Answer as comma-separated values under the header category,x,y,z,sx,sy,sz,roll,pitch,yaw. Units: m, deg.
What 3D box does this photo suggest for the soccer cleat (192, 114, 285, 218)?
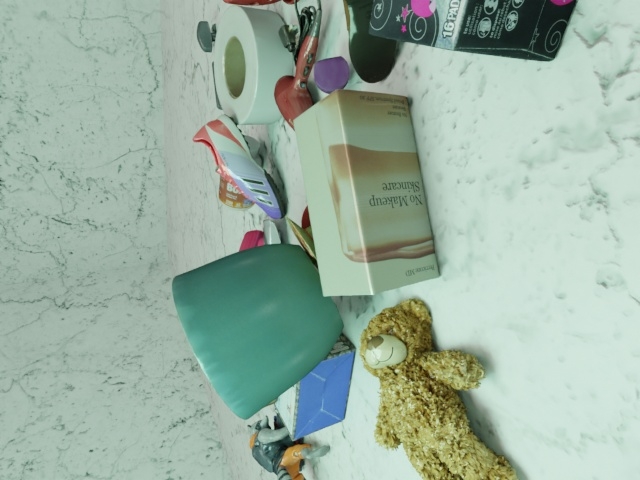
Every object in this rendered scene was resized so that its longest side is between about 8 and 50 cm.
category,x,y,z,sx,sy,sz,roll,pitch,yaw
soccer cleat,-0.214,-0.178,1.104,0.318,0.116,0.109,58,160,-13

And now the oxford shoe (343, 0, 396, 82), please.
category,x,y,z,sx,sy,sz,roll,pitch,yaw
oxford shoe,0.071,-0.346,0.622,0.212,0.076,0.076,69,-166,-50

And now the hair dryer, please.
category,x,y,z,sx,sy,sz,roll,pitch,yaw
hair dryer,-0.051,-0.350,0.856,0.223,0.080,0.293,-168,70,-74

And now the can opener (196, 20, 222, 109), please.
category,x,y,z,sx,sy,sz,roll,pitch,yaw
can opener,-0.369,-0.599,1.401,0.076,0.095,0.283,10,106,62

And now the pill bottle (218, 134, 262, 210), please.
category,x,y,z,sx,sy,sz,roll,pitch,yaw
pill bottle,-0.246,-0.207,1.253,0.121,0.121,0.216,58,145,37

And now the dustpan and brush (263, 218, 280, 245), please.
category,x,y,z,sx,sy,sz,roll,pitch,yaw
dustpan and brush,-0.128,0.044,1.187,0.147,0.060,0.211,-178,86,-74

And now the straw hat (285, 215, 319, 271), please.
category,x,y,z,sx,sy,sz,roll,pitch,yaw
straw hat,0.000,0.000,0.724,0.144,0.061,0.144,55,174,9

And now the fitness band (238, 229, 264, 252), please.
category,x,y,z,sx,sy,sz,roll,pitch,yaw
fitness band,-0.191,0.095,1.195,0.291,0.054,0.209,-89,-6,-58

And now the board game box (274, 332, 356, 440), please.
category,x,y,z,sx,sy,sz,roll,pitch,yaw
board game box,-0.060,0.287,1.020,0.291,0.141,0.232,43,134,50

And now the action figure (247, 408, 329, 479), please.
category,x,y,z,sx,sy,sz,roll,pitch,yaw
action figure,-0.114,0.594,1.187,0.330,0.179,0.341,4,103,52

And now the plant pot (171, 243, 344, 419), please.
category,x,y,z,sx,sy,sz,roll,pitch,yaw
plant pot,-0.099,0.140,0.774,0.293,0.235,0.293,60,173,12

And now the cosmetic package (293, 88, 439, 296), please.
category,x,y,z,sx,sy,sz,roll,pitch,yaw
cosmetic package,0.072,-0.070,0.650,0.129,0.153,0.296,-12,88,55

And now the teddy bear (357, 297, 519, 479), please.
category,x,y,z,sx,sy,sz,roll,pitch,yaw
teddy bear,0.158,0.263,0.635,0.245,0.113,0.338,-32,70,58

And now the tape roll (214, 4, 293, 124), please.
category,x,y,z,sx,sy,sz,roll,pitch,yaw
tape roll,-0.183,-0.447,1.064,0.286,0.100,0.286,25,121,52

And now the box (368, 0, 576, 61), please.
category,x,y,z,sx,sy,sz,roll,pitch,yaw
box,0.165,-0.319,0.393,0.142,0.163,0.247,43,134,48

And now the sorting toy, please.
category,x,y,z,sx,sy,sz,roll,pitch,yaw
sorting toy,0.023,-0.163,0.815,0.126,0.127,0.365,-82,-9,-81

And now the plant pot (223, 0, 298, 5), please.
category,x,y,z,sx,sy,sz,roll,pitch,yaw
plant pot,-0.117,-0.587,0.841,0.191,0.174,0.191,25,119,57

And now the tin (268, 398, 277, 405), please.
category,x,y,z,sx,sy,sz,roll,pitch,yaw
tin,-0.157,0.358,1.034,0.190,0.040,0.106,-21,83,62
